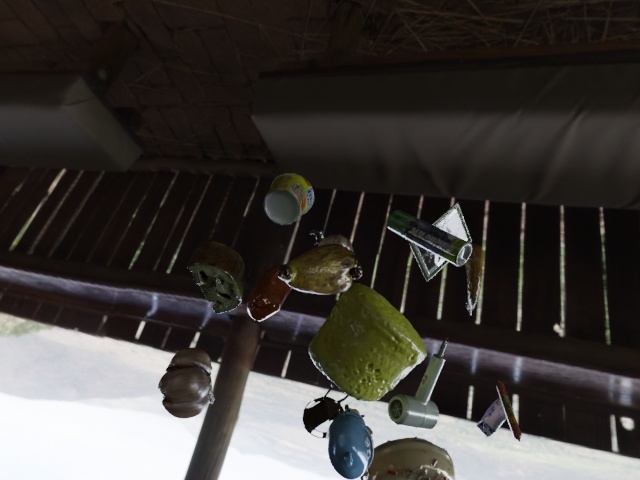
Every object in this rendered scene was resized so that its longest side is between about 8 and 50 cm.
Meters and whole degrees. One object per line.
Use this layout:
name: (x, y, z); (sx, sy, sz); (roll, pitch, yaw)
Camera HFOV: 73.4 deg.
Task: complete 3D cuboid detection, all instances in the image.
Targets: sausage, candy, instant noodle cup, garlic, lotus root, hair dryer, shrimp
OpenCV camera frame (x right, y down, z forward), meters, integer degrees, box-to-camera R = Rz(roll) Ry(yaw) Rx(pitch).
sausage: (-0.184, 0.186, 1.579); (0.133, 0.258, 0.133); (13, 131, 15)
candy: (0.766, 0.773, 1.883); (0.073, 0.160, 0.092); (40, 148, 25)
instant noodle cup: (-0.143, -0.167, 1.791); (0.205, 0.153, 0.204); (7, 117, 13)
garlic: (-0.456, 0.491, 1.472); (0.191, 0.213, 0.160); (0, -169, -21)
lotus root: (-0.293, 0.109, 1.271); (0.138, 0.118, 0.234); (2, 137, 8)
hair dryer: (0.388, 0.517, 1.583); (0.173, 0.357, 0.108); (22, 180, -29)
sausage: (0.662, 0.596, 1.512); (0.030, 0.223, 0.029); (0, 132, -1)
lotus root: (-0.010, 0.062, 0.898); (0.191, 0.108, 0.094); (-2, 179, -27)
shrimp: (0.615, 0.134, 1.729); (0.085, 0.271, 0.445); (3, -165, 17)
garlic: (0.067, 0.032, 1.911); (0.159, 0.102, 0.147); (15, 129, -17)

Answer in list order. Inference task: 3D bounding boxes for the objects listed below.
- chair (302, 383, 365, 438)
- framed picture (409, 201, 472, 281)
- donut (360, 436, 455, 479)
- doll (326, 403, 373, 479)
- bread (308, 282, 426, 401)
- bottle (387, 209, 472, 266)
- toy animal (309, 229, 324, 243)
chair: (0.041, 0.691, 1.732); (0.213, 0.174, 0.149); (-42, 129, 21)
framed picture: (0.525, 0.008, 1.843); (0.018, 0.293, 0.231); (31, 157, 56)
donut: (0.337, 0.927, 1.649); (0.383, 0.142, 0.382); (0, 117, 1)
doll: (0.094, 0.611, 1.320); (0.141, 0.177, 0.314); (-13, 176, 7)
bread: (0.151, 0.341, 1.420); (0.348, 0.307, 0.348); (41, 178, 1)
bottle: (0.390, -0.015, 1.578); (0.330, 0.093, 0.093); (32, 170, 43)
toy animal: (0.000, 0.000, 2.211); (0.065, 0.047, 0.135); (-8, 119, 31)
